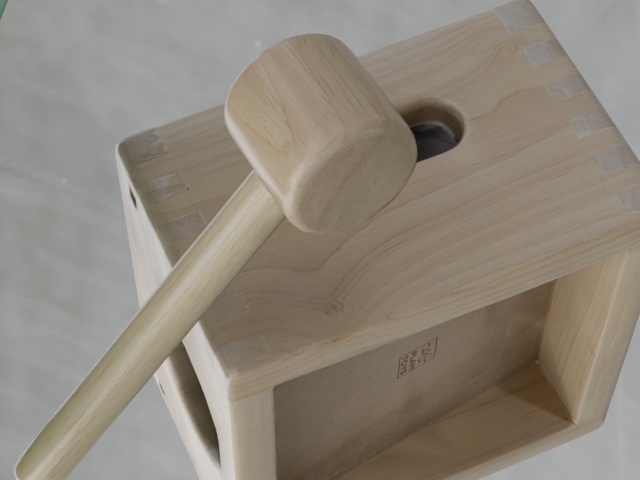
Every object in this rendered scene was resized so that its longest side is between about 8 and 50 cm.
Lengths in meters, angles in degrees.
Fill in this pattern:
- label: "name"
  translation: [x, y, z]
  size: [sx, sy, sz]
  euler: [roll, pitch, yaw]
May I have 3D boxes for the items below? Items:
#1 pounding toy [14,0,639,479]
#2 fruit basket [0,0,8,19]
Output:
- label: "pounding toy"
  translation: [-0.008, 0.000, 0.455]
  size: [0.206, 0.181, 0.094]
  euler: [91, 155, -57]
- label: "fruit basket"
  translation: [-0.250, -0.068, 0.321]
  size: [0.392, 0.392, 0.283]
  euler: [129, 159, -78]
